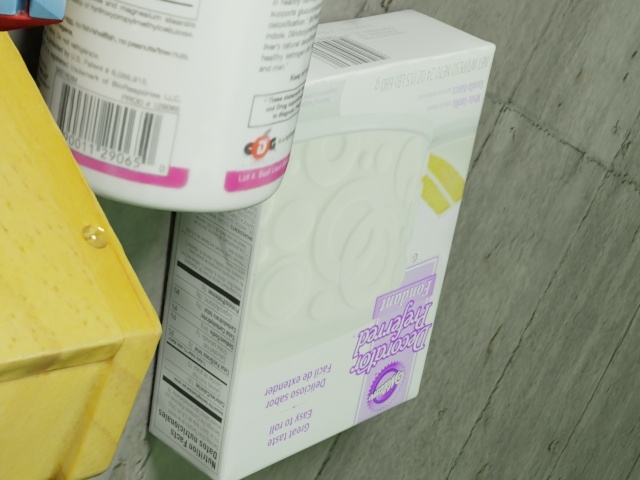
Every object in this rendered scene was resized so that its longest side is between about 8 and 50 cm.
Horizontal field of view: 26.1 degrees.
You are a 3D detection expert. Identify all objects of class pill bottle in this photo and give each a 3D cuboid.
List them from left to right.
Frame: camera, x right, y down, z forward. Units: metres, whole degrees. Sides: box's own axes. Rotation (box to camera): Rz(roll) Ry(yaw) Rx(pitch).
[{"bbox_3d":[-0.072,-0.173,0.805,0.160,0.160,0.283,-12,124,-46],"label":"pill bottle"}]

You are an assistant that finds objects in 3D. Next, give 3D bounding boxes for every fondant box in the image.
[{"bbox_3d":[0.000,0.000,1.075,0.238,0.096,0.330,-18,128,-44],"label":"fondant box"}]

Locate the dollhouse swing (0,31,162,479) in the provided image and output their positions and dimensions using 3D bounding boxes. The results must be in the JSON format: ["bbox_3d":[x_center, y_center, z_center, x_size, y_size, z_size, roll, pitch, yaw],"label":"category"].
[{"bbox_3d":[-0.319,0.077,0.700,0.347,0.315,0.305,-10,153,-47],"label":"dollhouse swing"}]

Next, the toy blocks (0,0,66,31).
[{"bbox_3d":[-0.146,-0.226,0.567,0.191,0.381,0.261,4,132,-14],"label":"toy blocks"}]
